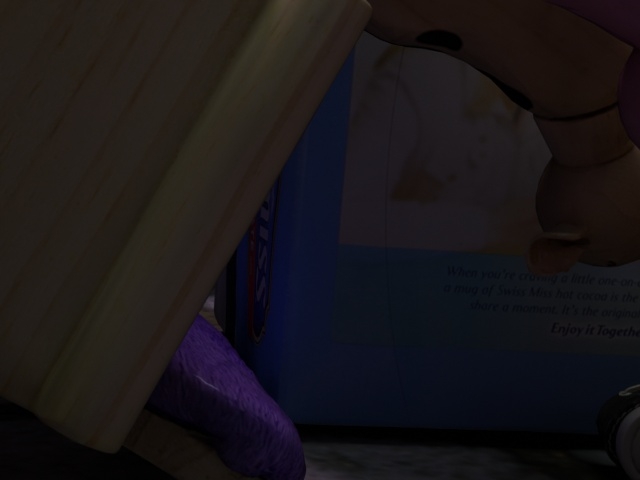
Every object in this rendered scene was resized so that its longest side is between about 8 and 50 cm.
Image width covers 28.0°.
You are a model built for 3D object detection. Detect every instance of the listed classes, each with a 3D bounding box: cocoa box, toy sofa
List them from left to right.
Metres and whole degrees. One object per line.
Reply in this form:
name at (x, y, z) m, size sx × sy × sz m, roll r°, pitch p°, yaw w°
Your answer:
toy sofa at (-0.085, -0.038, 0.511) m, size 0.177 × 0.150 × 0.362 m, roll 30°, pitch -1°, yaw -15°
cocoa box at (0.136, -0.042, 0.610) m, size 0.347 × 0.231 × 0.228 m, roll 4°, pitch 7°, yaw -12°

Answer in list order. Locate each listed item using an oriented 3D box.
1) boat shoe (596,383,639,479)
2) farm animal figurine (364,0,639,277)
boat shoe at (0.166, 0.071, 0.482) m, size 0.125 × 0.046 × 0.038 m, roll -4°, pitch 12°, yaw -7°
farm animal figurine at (0.154, 0.003, 0.381) m, size 0.327 × 0.172 × 0.330 m, roll 10°, pitch 33°, yaw -34°
